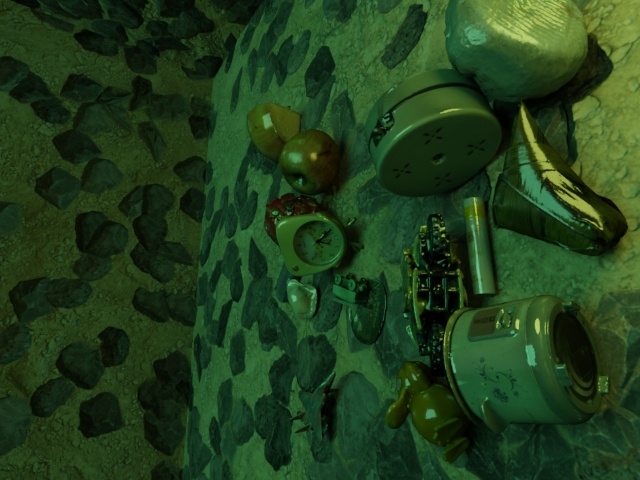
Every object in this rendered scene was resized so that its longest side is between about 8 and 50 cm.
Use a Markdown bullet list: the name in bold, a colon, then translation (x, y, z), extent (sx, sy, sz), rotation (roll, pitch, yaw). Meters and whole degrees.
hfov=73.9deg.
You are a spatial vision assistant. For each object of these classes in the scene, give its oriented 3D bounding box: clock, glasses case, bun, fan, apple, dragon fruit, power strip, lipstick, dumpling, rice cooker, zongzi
- **clock**: translation (0.000, 0.000, 1.604), extent (0.096, 0.307, 0.235), rotation (-69, -34, -71)
- **glasses case**: translation (-0.139, 0.152, 1.946), extent (0.109, 0.067, 0.283), rotation (41, 113, 51)
- **bun**: translation (0.451, -0.480, 1.014), extent (0.194, 0.353, 0.355), rotation (112, 153, -58)
- **fan**: translation (0.149, 0.221, 1.528), extent (0.223, 0.012, 0.294), rotation (-63, 35, 23)
- **apple**: translation (-0.249, -0.564, 2.234), extent (0.309, 0.314, 0.252), rotation (-14, 26, 49)
- **apple**: translation (-0.039, -0.331, 1.773), extent (0.264, 0.264, 0.265), rotation (-23, 62, 53)
- **dragon fruit**: translation (-0.085, -0.056, 1.776), extent (0.290, 0.250, 0.269), rotation (23, 125, 29)
- **power strip**: translation (0.286, -0.279, 1.143), extent (0.357, 0.357, 0.162), rotation (-44, 48, 42)
- **lipstick**: translation (0.419, 0.017, 1.128), extent (0.059, 0.059, 0.264), rotation (-24, 60, 52)
- **dumpling**: translation (-0.071, 0.235, 1.790), extent (0.134, 0.099, 0.170), rotation (-32, 56, 32)
- **rice cooker**: translation (0.405, 0.254, 0.898), extent (0.316, 0.264, 0.317), rotation (-41, 17, 16)
- **zongzi**: translation (0.507, -0.140, 0.909), extent (0.286, 0.138, 0.300), rotation (30, 126, 55)

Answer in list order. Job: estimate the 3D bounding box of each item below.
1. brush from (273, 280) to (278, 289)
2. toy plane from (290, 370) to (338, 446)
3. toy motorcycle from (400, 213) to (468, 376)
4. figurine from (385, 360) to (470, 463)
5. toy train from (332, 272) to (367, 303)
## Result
- **brush**: translation (-0.207, 0.211, 2.077), extent (0.083, 0.018, 0.021), rotation (-57, 29, 30)
- **toy plane**: translation (-0.003, 0.598, 1.570), extent (0.327, 0.104, 0.223), rotation (-59, 38, 21)
- **toy motorcycle**: translation (0.301, 0.142, 1.135), extent (0.237, 0.168, 0.411), rotation (69, -157, -80)
- **figurine**: translation (0.287, 0.435, 1.123), extent (0.228, 0.215, 0.216), rotation (12, 91, 43)
- **toy train**: translation (0.106, 0.174, 1.544), extent (0.172, 0.070, 0.100), rotation (14, 100, 58)
